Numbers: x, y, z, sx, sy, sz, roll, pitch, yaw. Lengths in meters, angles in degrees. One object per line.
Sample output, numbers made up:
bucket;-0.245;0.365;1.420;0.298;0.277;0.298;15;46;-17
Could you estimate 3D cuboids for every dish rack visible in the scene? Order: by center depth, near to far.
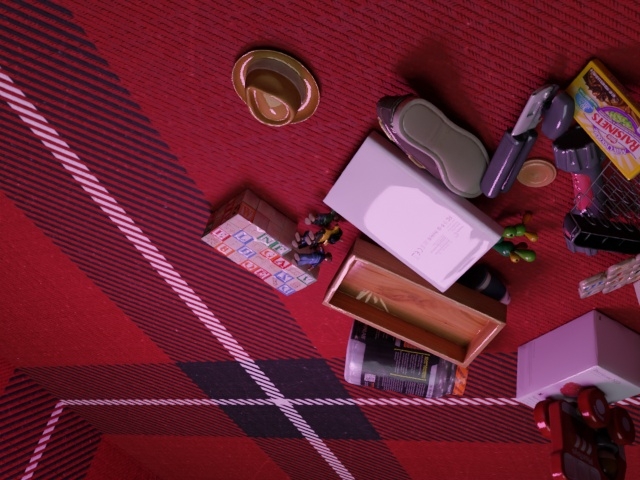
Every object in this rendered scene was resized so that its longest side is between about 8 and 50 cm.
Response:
dish rack;0.621;-0.098;1.398;0.208;0.074;0.271;6;131;-28

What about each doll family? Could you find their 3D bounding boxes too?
doll family;0.000;0.000;1.782;0.111;0.076;0.193;-8;150;-38

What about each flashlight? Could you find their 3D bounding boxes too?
flashlight;0.541;-0.100;1.490;0.103;0.103;0.304;18;150;41

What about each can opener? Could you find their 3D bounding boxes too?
can opener;0.406;-0.182;1.408;0.076;0.095;0.283;-21;146;-29

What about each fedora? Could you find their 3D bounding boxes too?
fedora;-0.099;-0.296;1.466;0.194;0.079;0.194;9;142;7

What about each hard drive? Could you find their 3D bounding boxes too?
hard drive;0.200;-0.058;1.598;0.353;0.047;0.233;37;136;0

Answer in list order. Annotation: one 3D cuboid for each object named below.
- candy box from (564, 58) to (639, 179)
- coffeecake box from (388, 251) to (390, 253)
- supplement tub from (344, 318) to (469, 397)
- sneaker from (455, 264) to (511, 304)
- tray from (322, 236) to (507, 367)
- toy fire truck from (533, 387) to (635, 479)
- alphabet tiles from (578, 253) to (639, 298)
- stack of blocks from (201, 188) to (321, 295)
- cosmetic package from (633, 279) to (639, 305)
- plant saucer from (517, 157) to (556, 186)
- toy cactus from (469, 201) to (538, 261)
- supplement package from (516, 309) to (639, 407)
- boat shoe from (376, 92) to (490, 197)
candy box;0.531;-0.219;1.295;0.206;0.027;0.105;55;147;17
coffeecake box;0.243;0.007;1.746;0.142;0.068;0.185;-13;135;31
supplement tub;0.248;0.333;2.044;0.338;0.207;0.207;9;142;8
sneaker;0.359;0.183;1.895;0.131;0.112;0.319;35;140;-20
tray;0.233;0.159;1.792;0.411;0.076;0.203;25;133;-3
toy fire truck;0.687;0.542;1.835;0.302;0.253;0.169;34;138;-28
alphabet tiles;0.702;0.052;1.563;0.284;0.021;0.278;-25;160;12
stack of blocks;-0.136;0.011;1.860;0.297;0.087;0.171;36;137;-26
cosmetic package;0.864;0.102;1.573;0.129;0.153;0.296;11;145;-25
plant saucer;0.461;-0.143;1.528;0.084;0.013;0.083;9;142;8
toy cactus;0.394;-0.018;1.661;0.219;0.112;0.180;23;161;-14
supplement package;0.698;0.346;1.936;0.178;0.175;0.293;27;141;-16
boat shoe;0.237;-0.195;1.469;0.324;0.116;0.097;31;-178;-40
